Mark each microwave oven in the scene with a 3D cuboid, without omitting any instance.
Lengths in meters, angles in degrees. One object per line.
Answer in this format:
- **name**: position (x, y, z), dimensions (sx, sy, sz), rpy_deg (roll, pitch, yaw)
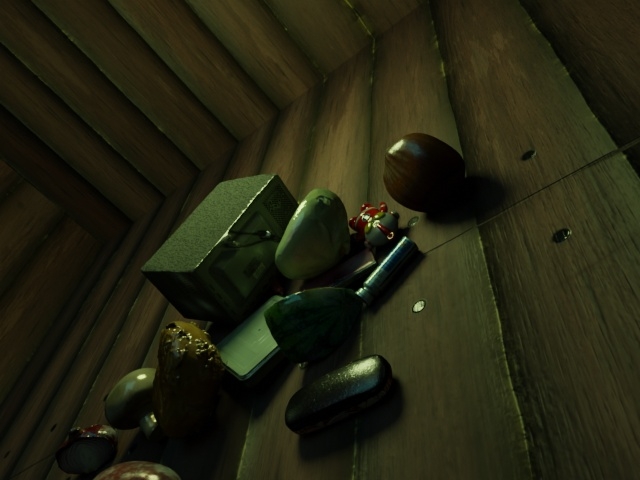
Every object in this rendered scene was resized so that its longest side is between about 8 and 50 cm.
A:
- **microwave oven**: position (-0.282, 0.024, 1.870), dimensions (0.374, 0.236, 0.432), rpy_deg (-2, 43, 44)

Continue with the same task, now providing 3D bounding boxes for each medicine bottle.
- **medicine bottle**: position (0.163, 0.074, 1.444), dimensions (0.191, 0.051, 0.051), rpy_deg (-47, 25, -9)

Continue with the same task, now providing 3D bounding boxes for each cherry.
- **cherry**: position (-0.429, 0.609, 1.310), dimensions (0.285, 0.213, 0.236), rpy_deg (-20, 40, 7)

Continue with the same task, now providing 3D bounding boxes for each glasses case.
- **glasses case**: position (0.034, 0.322, 1.229), dimensions (0.266, 0.067, 0.103), rpy_deg (-31, 29, 25)

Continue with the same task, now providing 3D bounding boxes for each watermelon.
- **watermelon**: position (-0.010, 0.206, 1.420), dimensions (0.230, 0.128, 0.146), rpy_deg (-21, 59, 11)

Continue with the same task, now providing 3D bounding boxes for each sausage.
- **sausage**: position (-0.153, 0.122, 1.869), dimensions (0.034, 0.034, 0.253), rpy_deg (-43, 25, 2)

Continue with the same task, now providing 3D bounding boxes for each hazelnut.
- **hazelnut**: position (0.269, -0.180, 1.516), dimensions (0.186, 0.210, 0.210), rpy_deg (-10, 14, -23)

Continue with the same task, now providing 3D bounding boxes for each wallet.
- **wallet**: position (0.045, 0.100, 1.572), dimensions (0.232, 0.025, 0.119), rpy_deg (-31, 18, 8)

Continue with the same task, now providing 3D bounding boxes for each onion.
- **onion**: position (-0.711, 0.621, 1.810), dimensions (0.205, 0.151, 0.098), rpy_deg (-21, 15, 10)

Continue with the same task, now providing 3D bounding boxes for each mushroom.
- **mushroom**: position (-0.503, 0.468, 1.706), dimensions (0.209, 0.206, 0.206), rpy_deg (17, 53, 15)

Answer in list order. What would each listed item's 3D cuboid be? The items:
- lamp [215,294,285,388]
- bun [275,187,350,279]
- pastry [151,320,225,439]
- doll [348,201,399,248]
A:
- **lamp**: position (-0.153, 0.262, 1.597), dimensions (0.266, 0.047, 0.269), rpy_deg (-41, 23, -20)
- **bun**: position (0.000, 0.000, 1.655), dimensions (0.283, 0.179, 0.283), rpy_deg (-60, -7, -13)
- **pastry**: position (-0.347, 0.364, 1.559), dimensions (0.255, 0.161, 0.311), rpy_deg (-128, 45, -56)
- **doll**: position (0.149, -0.040, 1.622), dimensions (0.142, 0.076, 0.245), rpy_deg (-49, 20, 2)
